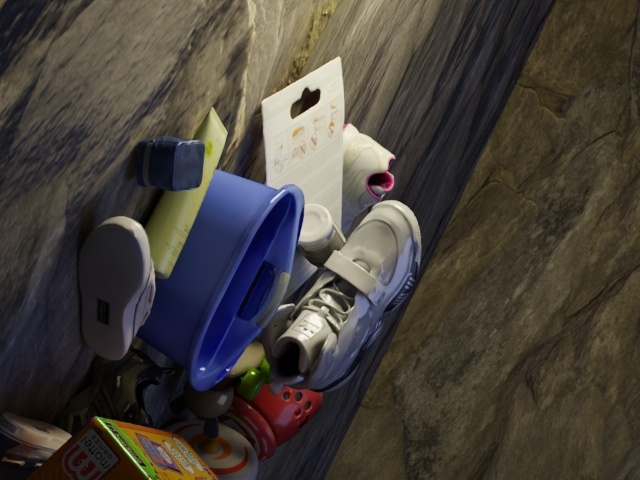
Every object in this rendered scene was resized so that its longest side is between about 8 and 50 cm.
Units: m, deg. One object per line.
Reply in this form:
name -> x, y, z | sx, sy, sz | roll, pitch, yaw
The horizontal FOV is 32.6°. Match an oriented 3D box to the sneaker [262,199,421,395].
sneaker -> 0.032, 0.104, 1.793 | 0.365, 0.137, 0.210 | -62, 160, 15

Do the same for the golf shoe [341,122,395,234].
golf shoe -> 0.071, -0.095, 2.202 | 0.115, 0.140, 0.306 | -57, 165, -32

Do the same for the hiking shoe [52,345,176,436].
hiking shoe -> -0.298, 0.256, 1.541 | 0.226, 0.114, 0.086 | -62, 164, -12

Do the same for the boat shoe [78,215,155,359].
boat shoe -> -0.259, 0.048, 1.423 | 0.084, 0.095, 0.258 | -56, 174, -43

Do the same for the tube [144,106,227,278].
tube -> -0.189, -0.065, 1.524 | 0.070, 0.062, 0.240 | -3, -119, 60

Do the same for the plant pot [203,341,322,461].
plant pot -> -0.118, 0.321, 2.120 | 0.174, 0.191, 0.191 | -48, 158, -37

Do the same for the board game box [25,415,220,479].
board game box -> -0.250, 0.490, 1.424 | 0.356, 0.356, 0.356 | -44, 163, -2

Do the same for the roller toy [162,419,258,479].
roller toy -> -0.210, 0.414, 1.942 | 0.209, 0.191, 0.146 | -35, 146, -62

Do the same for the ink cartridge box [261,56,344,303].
ink cartridge box -> -0.060, -0.103, 1.915 | 0.308, 0.091, 0.384 | -42, 137, -55

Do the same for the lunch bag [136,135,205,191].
lunch bag -> -0.196, -0.101, 1.421 | 0.098, 0.065, 0.067 | -15, 112, -70

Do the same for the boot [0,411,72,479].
boot -> -0.373, 0.282, 1.415 | 0.086, 0.069, 0.190 | -58, 149, -6

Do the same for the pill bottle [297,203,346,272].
pill bottle -> 0.000, 0.000, 1.888 | 0.078, 0.078, 0.137 | -61, 153, -16

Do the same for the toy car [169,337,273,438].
toy car -> -0.181, 0.250, 1.888 | 0.188, 0.155, 0.149 | -61, 168, 24

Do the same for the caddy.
caddy -> -0.137, 0.058, 1.654 | 0.341, 0.179, 0.241 | -63, 164, -6
